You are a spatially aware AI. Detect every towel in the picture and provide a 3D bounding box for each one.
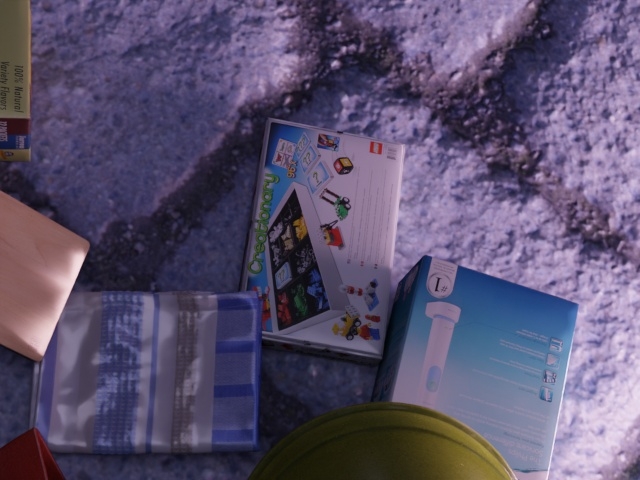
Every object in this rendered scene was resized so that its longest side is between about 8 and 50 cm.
[{"bbox_3d":[-0.213,0.156,1.621,0.285,0.034,0.209,1,70,0],"label":"towel"}]

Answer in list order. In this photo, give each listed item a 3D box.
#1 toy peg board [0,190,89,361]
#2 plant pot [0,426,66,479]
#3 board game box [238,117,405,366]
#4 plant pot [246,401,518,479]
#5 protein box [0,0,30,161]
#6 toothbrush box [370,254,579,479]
[{"bbox_3d":[-0.385,0.039,1.587,0.161,0.079,0.161,34,68,-37],"label":"toy peg board"},{"bbox_3d":[-0.327,0.403,1.342,0.235,0.267,0.267,-24,34,-7],"label":"plant pot"},{"bbox_3d":[0.000,0.000,1.745,0.193,0.053,0.305,11,68,-8],"label":"board game box"},{"bbox_3d":[0.088,0.387,1.392,0.366,0.353,0.366,-1,96,-5],"label":"plant pot"},{"bbox_3d":[-0.466,-0.215,1.674,0.201,0.136,0.200,0,70,-12],"label":"protein box"},{"bbox_3d":[0.182,0.197,1.674,0.216,0.126,0.295,17,67,-7],"label":"toothbrush box"}]
